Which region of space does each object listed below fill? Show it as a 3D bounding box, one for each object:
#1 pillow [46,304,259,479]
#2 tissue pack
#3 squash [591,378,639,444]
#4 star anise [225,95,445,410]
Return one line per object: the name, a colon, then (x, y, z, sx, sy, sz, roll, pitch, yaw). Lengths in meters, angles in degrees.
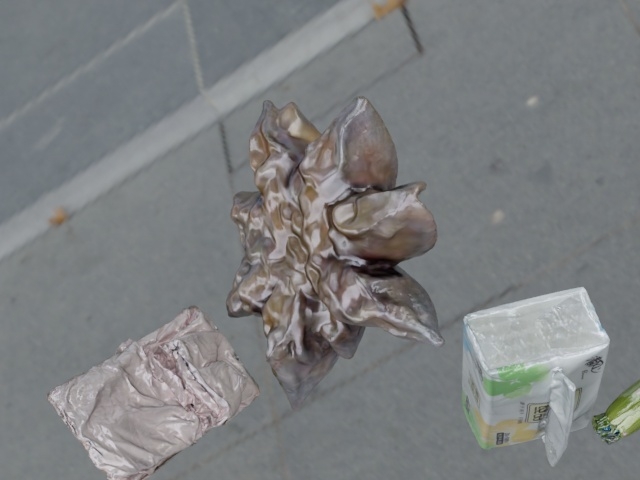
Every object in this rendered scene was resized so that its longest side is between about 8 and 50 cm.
pillow: (-0.167, 0.161, 1.410, 0.049, 0.135, 0.248, -37, -5, 42)
tissue pack: (0.269, 0.185, 1.641, 0.159, 0.229, 0.145, -13, 57, -4)
squash: (0.417, 0.188, 1.645, 0.183, 0.052, 0.052, -40, 41, -4)
star anise: (0.004, 0.018, 1.235, 0.315, 0.108, 0.315, -3, 85, 49)
